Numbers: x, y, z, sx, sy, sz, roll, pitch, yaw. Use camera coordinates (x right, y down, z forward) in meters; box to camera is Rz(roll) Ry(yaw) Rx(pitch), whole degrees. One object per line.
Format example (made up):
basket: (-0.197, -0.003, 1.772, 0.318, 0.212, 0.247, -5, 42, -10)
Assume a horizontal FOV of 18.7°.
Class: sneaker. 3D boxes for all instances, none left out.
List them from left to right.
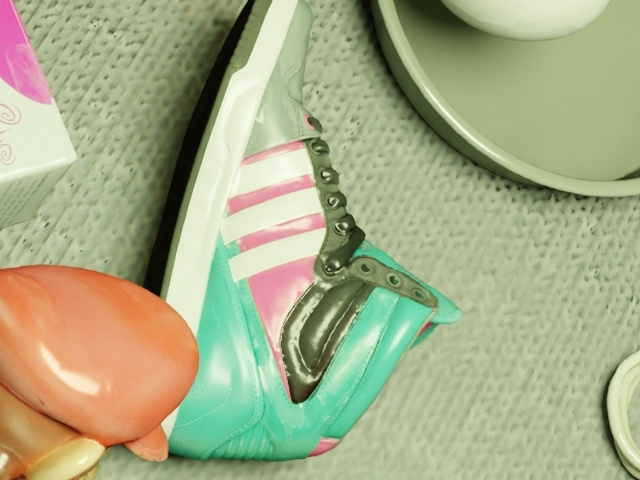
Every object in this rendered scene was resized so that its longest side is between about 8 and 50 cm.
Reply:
sneaker: (0.000, 0.000, 1.154, 0.178, 0.124, 0.295, 17, 74, -12)

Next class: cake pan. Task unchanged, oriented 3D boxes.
cake pan: (0.160, -0.160, 1.321, 0.293, 0.054, 0.293, 8, 69, -21)

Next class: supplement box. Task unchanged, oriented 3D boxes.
supplement box: (-0.263, -0.048, 1.066, 0.220, 0.114, 0.111, -18, 79, -26)

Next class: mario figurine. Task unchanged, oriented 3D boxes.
mario figurine: (-0.192, 0.145, 0.994, 0.320, 0.170, 0.198, -38, 97, -7)

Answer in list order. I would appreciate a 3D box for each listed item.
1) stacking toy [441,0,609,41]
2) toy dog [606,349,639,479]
stacking toy: (0.004, -0.302, 1.154, 0.480, 0.350, 0.350, 40, 61, -12)
toy dog: (0.238, 0.211, 1.165, 0.220, 0.161, 0.333, 42, 61, -6)
